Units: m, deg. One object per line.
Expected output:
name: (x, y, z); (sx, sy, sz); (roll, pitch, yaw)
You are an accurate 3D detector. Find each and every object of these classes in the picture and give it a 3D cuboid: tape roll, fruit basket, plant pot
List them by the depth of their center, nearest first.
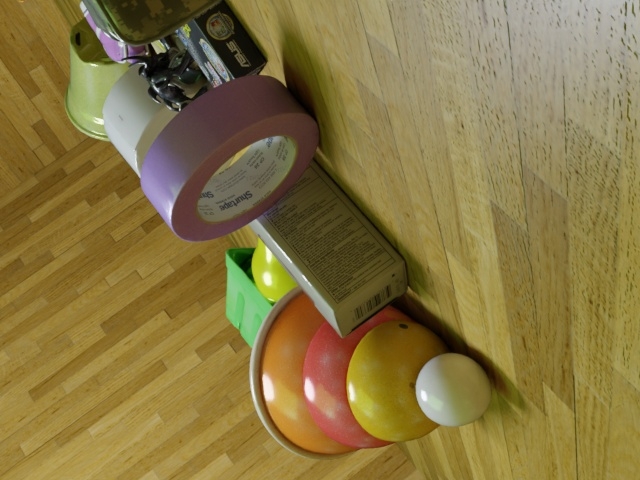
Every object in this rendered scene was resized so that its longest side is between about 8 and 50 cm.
tape roll: (-0.137, -0.123, 1.510); (0.090, 0.275, 0.275); (51, 170, 21)
tape roll: (-0.308, -0.239, 2.049); (0.169, 0.246, 0.246); (47, 169, 40)
fruit basket: (-0.041, 0.096, 2.135); (0.392, 0.283, 0.391); (1, 91, 52)
plant pot: (-0.526, -0.433, 2.484); (0.276, 0.276, 0.254); (50, 159, 20)

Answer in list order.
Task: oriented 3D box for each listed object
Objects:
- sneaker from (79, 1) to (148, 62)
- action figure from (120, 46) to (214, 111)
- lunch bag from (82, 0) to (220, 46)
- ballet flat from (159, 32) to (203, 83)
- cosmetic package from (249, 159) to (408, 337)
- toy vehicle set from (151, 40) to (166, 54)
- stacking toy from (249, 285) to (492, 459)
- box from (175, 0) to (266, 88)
sneaker: (-0.347, -0.422, 1.830); (0.282, 0.102, 0.161); (-18, 97, 63)
action figure: (-0.225, -0.284, 1.811); (0.276, 0.141, 0.164); (37, 171, 6)
lunch bag: (-0.254, -0.416, 1.220); (0.305, 0.213, 0.256); (59, 169, -25)
ballet flat: (-0.284, -0.403, 1.911); (0.203, 0.074, 0.074); (62, 169, -12)
cosmetic package: (0.000, 0.000, 1.674); (0.296, 0.153, 0.129); (51, 170, 25)
toy vehicle set: (-0.338, -0.440, 2.110); (0.166, 0.035, 0.267); (46, 168, 38)
stacking toy: (0.129, 0.242, 1.719); (0.480, 0.350, 0.350); (-1, 127, 56)
box: (-0.202, -0.366, 1.618); (0.270, 0.060, 0.216); (55, 171, -6)
